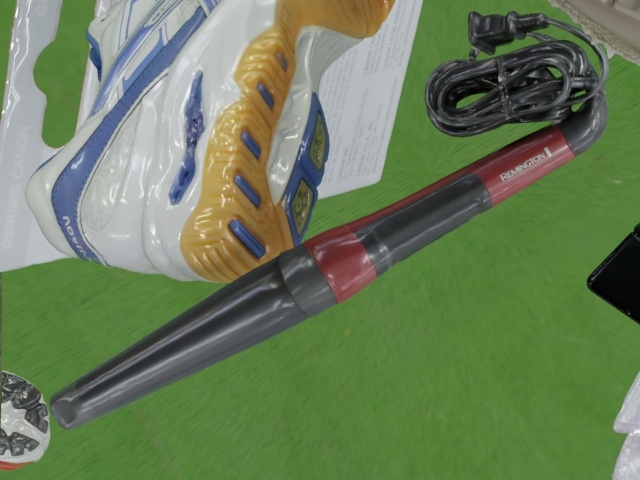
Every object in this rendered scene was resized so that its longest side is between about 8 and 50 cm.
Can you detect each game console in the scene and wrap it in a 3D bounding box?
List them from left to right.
[{"bbox_3d":[0.301,0.017,1.423,0.122,0.071,0.107,34,59,-15],"label":"game console"}]

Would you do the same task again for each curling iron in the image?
[{"bbox_3d":[0.000,0.000,0.689,0.274,0.035,0.068,-37,62,16],"label":"curling iron"}]

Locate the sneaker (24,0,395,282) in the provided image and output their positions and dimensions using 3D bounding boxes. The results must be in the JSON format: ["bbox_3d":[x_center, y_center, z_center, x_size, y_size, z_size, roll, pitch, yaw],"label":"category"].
[{"bbox_3d":[-0.049,-0.113,0.815,0.131,0.112,0.296,1,50,28],"label":"sneaker"}]

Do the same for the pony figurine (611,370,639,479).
[{"bbox_3d":[0.372,0.050,1.006,0.303,0.363,0.351,-3,57,42],"label":"pony figurine"}]

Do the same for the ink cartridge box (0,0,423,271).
[{"bbox_3d":[-0.081,-0.157,1.201,0.091,0.385,0.308,35,125,35],"label":"ink cartridge box"}]

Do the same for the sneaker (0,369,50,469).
[{"bbox_3d":[-0.397,0.152,1.647,0.279,0.118,0.107,28,63,-1],"label":"sneaker"}]

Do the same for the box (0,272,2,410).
[{"bbox_3d":[-0.329,0.053,1.301,0.168,0.167,0.203,0,100,-11],"label":"box"}]

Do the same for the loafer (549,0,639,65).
[{"bbox_3d":[0.070,-0.139,0.462,0.102,0.092,0.268,-36,54,14],"label":"loafer"}]
